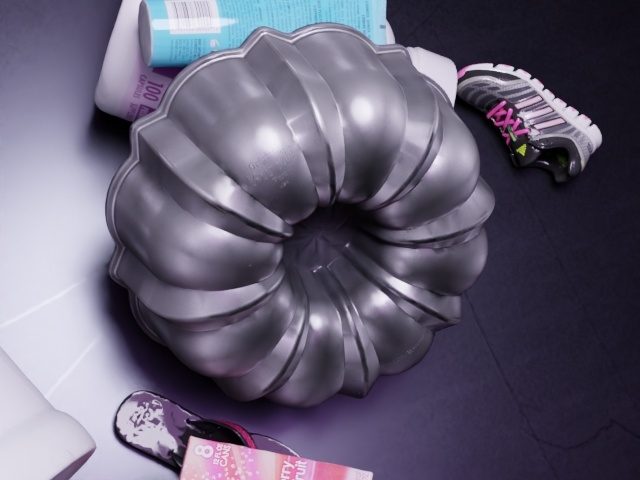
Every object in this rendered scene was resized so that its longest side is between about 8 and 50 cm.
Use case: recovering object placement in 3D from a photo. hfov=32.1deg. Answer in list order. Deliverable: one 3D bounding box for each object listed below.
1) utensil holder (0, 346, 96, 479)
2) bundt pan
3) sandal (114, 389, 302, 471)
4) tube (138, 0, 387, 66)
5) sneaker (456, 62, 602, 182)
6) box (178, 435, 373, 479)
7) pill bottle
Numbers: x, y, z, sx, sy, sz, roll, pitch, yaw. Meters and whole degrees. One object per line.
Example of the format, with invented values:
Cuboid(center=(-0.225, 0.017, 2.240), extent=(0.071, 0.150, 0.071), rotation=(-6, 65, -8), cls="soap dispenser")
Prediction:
Cuboid(center=(-0.399, 0.105, 0.734), extent=(0.327, 0.327, 0.385), rotation=(-42, 87, -24), cls="utensil holder")
Cuboid(center=(0.000, 0.000, 0.901), extent=(0.330, 0.124, 0.331), rotation=(-11, 120, -19), cls="bundt pan")
Cuboid(center=(-0.092, 0.182, 0.959), extent=(0.179, 0.040, 0.067), rotation=(25, 68, -9), cls="sandal")
Cuboid(center=(-0.040, -0.171, 0.898), extent=(0.207, 0.052, 0.080), rotation=(-5, 102, -19), cls="tube")
Cuboid(center=(0.207, -0.116, 1.133), extent=(0.170, 0.063, 0.075), rotation=(30, 61, -13), cls="sneaker")
Cuboid(center=(-0.062, 0.316, 0.818), extent=(0.154, 0.142, 0.300), rotation=(12, 52, 1), cls="box")
Cuboid(center=(-0.038, -0.152, 1.008), extent=(0.301, 0.169, 0.169), rotation=(17, 69, -12), cls="pill bottle")
